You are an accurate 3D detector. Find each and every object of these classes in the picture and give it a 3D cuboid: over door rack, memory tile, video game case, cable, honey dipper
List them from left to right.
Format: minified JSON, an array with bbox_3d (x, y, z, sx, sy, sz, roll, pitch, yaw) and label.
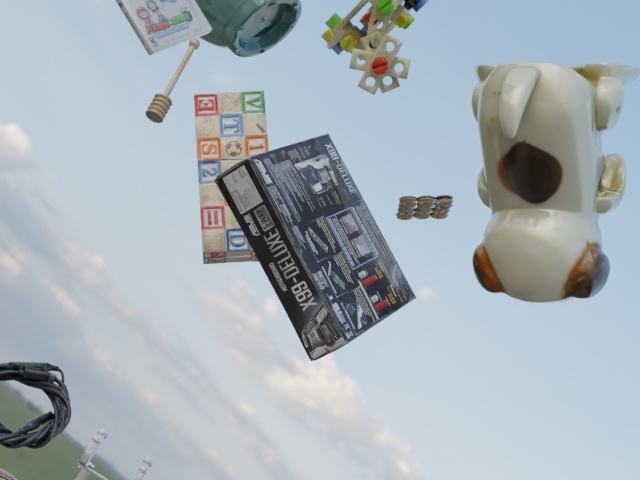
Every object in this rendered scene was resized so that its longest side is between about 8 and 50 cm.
[{"bbox_3d":[-0.481,0.254,1.664,0.184,0.151,0.047,5,-39,-21],"label":"cable"},{"bbox_3d":[-0.384,0.500,2.220,0.239,0.108,0.324,34,-25,0],"label":"over door rack"},{"bbox_3d":[-0.281,-0.409,1.896,0.019,0.157,0.143,-29,-87,45],"label":"video game case"},{"bbox_3d":[-0.224,-0.251,1.671,0.030,0.161,0.030,18,-29,11],"label":"honey dipper"},{"bbox_3d":[0.216,-0.067,2.233,0.113,0.012,0.148,-1,-16,1],"label":"memory tile"}]

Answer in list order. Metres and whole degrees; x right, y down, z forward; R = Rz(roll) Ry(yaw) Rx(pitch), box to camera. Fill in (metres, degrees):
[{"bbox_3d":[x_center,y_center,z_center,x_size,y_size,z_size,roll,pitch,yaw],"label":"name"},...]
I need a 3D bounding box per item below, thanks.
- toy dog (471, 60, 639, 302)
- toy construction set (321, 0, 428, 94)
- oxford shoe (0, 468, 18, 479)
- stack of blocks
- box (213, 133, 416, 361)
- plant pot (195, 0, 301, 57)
[{"bbox_3d":[0.391,-0.094,1.822,0.284,0.408,0.395,2,8,13],"label":"toy dog"},{"bbox_3d":[0.099,-0.388,1.934,0.151,0.215,0.328,42,14,-21],"label":"toy construction set"},{"bbox_3d":[-0.518,0.480,1.780,0.397,0.140,0.146,31,4,-36],"label":"oxford shoe"},{"bbox_3d":[-0.134,-0.114,1.933,0.171,0.297,0.087,-4,-14,-6],"label":"stack of blocks"},{"bbox_3d":[0.000,0.000,1.643,0.076,0.242,0.308,-29,-92,32],"label":"box"},{"bbox_3d":[-0.160,-0.505,2.225,0.196,0.293,0.293,55,-12,18],"label":"plant pot"}]
